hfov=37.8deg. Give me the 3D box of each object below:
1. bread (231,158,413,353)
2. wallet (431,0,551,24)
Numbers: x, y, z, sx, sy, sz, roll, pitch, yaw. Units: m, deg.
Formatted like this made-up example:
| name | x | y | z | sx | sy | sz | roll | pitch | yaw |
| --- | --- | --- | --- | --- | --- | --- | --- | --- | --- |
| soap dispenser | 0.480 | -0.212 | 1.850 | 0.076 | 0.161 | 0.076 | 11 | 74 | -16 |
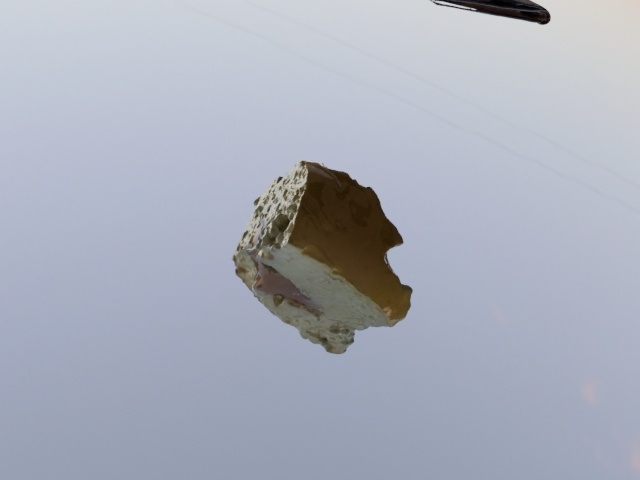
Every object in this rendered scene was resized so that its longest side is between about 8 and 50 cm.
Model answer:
| name | x | y | z | sx | sy | sz | roll | pitch | yaw |
| --- | --- | --- | --- | --- | --- | --- | --- | --- | --- |
| bread | 0.009 | 0.001 | 1.259 | 0.224 | 0.184 | 0.211 | 35 | -130 | -26 |
| wallet | 0.182 | -0.329 | 1.224 | 0.196 | 0.042 | 0.161 | 5 | -152 | -34 |
